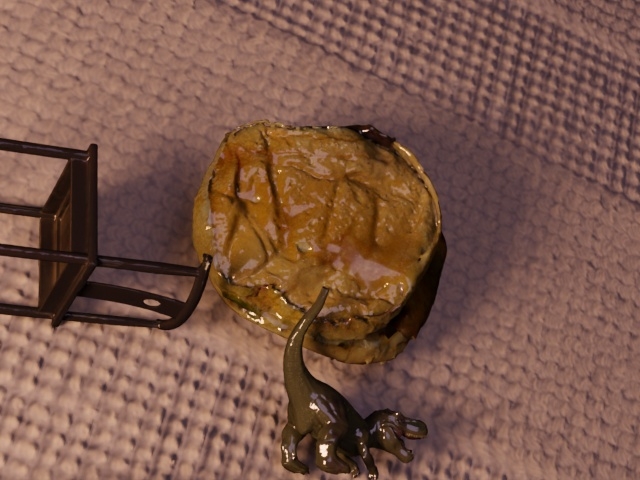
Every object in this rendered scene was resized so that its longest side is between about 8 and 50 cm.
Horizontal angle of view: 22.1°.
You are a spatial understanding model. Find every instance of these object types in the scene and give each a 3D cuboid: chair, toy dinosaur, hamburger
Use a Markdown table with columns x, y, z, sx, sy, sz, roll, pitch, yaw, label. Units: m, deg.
| x | y | z | sx | sy | sz | roll | pitch | yaw | label |
| --- | --- | --- | --- | --- | --- | --- | --- | --- | --- |
| -0.250 | -0.002 | 1.593 | 0.260 | 0.154 | 0.141 | 8 | 61 | -22 | chair |
| 0.022 | 0.152 | 1.668 | 0.187 | 0.087 | 0.179 | 19 | 73 | -43 | toy dinosaur |
| 0.000 | -0.002 | 1.738 | 0.285 | 0.134 | 0.265 | 24 | 63 | -8 | hamburger |
